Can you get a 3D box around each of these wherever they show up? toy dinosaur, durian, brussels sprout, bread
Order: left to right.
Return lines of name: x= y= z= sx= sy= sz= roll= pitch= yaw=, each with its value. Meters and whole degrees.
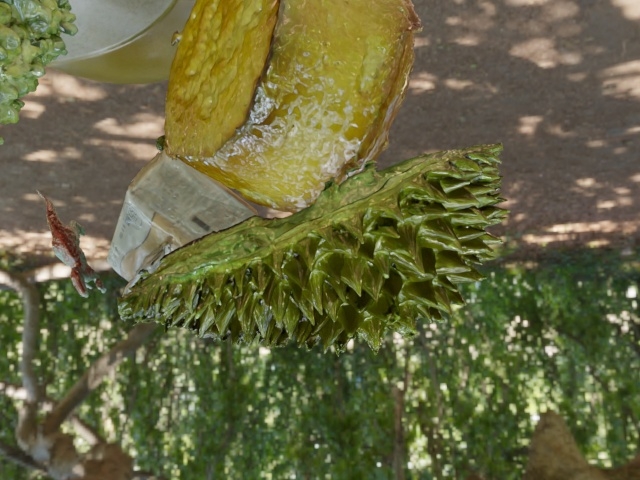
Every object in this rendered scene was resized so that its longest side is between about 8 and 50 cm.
toy dinosaur: x=-0.454 y=0.000 z=1.325 sx=0.053 sy=0.242 sz=0.167 roll=-29 pitch=174 yaw=-4
brussels sprout: x=-0.269 y=-0.192 z=1.361 sx=0.046 sy=0.083 sz=0.051 roll=26 pitch=163 yaw=26
bread: x=-0.044 y=-0.224 z=0.995 sx=0.215 sy=0.398 sz=0.398 roll=15 pitch=162 yaw=-32
durian: x=-0.003 y=-0.006 z=0.674 sx=0.394 sy=0.198 sz=0.163 roll=-20 pitch=141 yaw=3

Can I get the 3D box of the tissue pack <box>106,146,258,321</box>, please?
tissue pack: x=-0.287 y=0.022 z=1.373 sx=0.238 sy=0.239 sz=0.305 roll=3 pitch=156 yaw=-22

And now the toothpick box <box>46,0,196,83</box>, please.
toothpick box: x=-0.367 y=-0.484 z=1.343 sx=0.425 sy=0.409 sz=0.409 roll=10 pitch=165 yaw=-40

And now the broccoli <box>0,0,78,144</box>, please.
broccoli: x=-0.350 y=-0.164 z=0.601 sx=0.288 sy=0.260 sz=0.235 roll=-6 pitch=-166 yaw=-8
